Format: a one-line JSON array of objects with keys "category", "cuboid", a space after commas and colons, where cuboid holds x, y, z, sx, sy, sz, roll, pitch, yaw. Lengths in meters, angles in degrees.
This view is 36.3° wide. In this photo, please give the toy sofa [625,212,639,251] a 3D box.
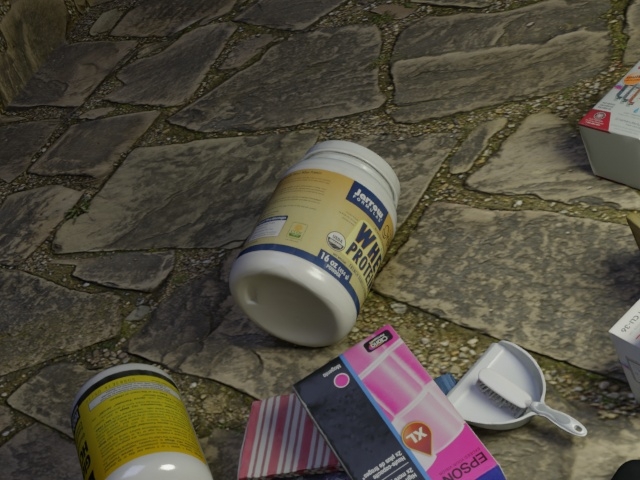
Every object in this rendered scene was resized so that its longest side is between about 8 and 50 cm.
[{"category": "toy sofa", "cuboid": [0.636, -0.011, 1.366, 0.363, 0.177, 0.150, -24, 13, 8]}]

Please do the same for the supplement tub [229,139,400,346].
[{"category": "supplement tub", "cuboid": [0.000, 0.000, 1.702, 0.228, 0.228, 0.316, -1, 47, 34]}]

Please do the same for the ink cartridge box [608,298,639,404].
[{"category": "ink cartridge box", "cuboid": [0.449, 0.129, 1.272, 0.115, 0.198, 0.067, -42, 39, -15]}]

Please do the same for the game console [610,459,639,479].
[{"category": "game console", "cuboid": [0.414, 0.312, 1.072, 0.293, 0.173, 0.250, 10, 39, 40]}]

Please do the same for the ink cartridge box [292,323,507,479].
[{"category": "ink cartridge box", "cuboid": [0.122, 0.296, 1.354, 0.176, 0.069, 0.371, -32, 52, -7]}]

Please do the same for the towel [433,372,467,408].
[{"category": "towel", "cuboid": [0.159, 0.251, 1.474, 0.119, 0.029, 0.067, -29, 37, 2]}]

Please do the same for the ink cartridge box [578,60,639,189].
[{"category": "ink cartridge box", "cuboid": [0.545, -0.192, 1.627, 0.176, 0.127, 0.128, -44, 38, -17]}]

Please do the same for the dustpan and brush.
[{"category": "dustpan and brush", "cuboid": [0.286, 0.228, 1.383, 0.211, 0.060, 0.147, 32, 66, 33]}]

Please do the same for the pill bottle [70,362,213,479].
[{"category": "pill bottle", "cuboid": [-0.274, 0.358, 1.520, 0.188, 0.188, 0.334, -33, 37, -2]}]

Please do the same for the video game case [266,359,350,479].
[{"category": "video game case", "cuboid": [0.022, 0.316, 1.469, 0.196, 0.026, 0.274, 8, 59, 44]}]

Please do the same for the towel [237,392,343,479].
[{"category": "towel", "cuboid": [-0.033, 0.297, 1.494, 0.197, 0.029, 0.144, -14, 45, 26]}]
